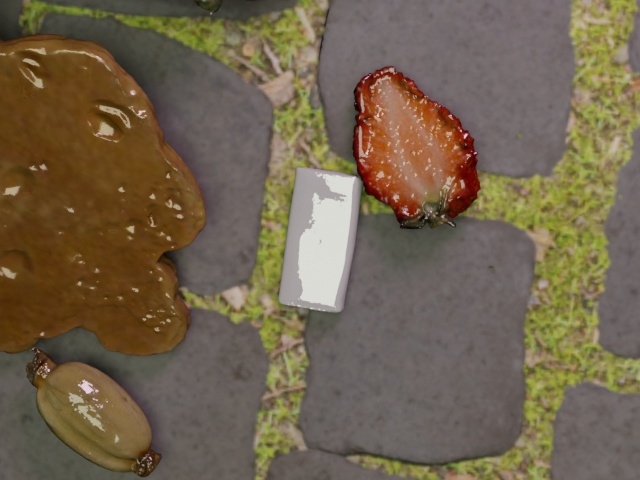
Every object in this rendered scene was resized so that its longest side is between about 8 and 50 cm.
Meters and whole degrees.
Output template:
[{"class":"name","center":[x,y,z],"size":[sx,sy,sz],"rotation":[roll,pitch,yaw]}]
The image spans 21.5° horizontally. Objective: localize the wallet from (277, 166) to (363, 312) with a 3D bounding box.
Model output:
[{"class":"wallet","center":[0.000,0.000,1.466],"size":[0.061,0.025,0.122],"rotation":[9,97,3]}]

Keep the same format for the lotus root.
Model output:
[{"class":"lotus root","center":[-0.203,0.152,1.484],"size":[0.150,0.062,0.073],"rotation":[42,123,-1]}]

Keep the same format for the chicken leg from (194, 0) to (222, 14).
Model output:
[{"class":"chicken leg","center":[-0.204,-0.281,1.277],"size":[0.153,0.429,0.201],"rotation":[-9,85,34]}]

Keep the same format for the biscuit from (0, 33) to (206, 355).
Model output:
[{"class":"biscuit","center":[-0.246,-0.048,1.447],"size":[0.269,0.051,0.376],"rotation":[-35,105,19]}]

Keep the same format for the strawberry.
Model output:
[{"class":"strawberry","center":[0.081,-0.077,1.441],"size":[0.104,0.048,0.152],"rotation":[-22,79,14]}]
